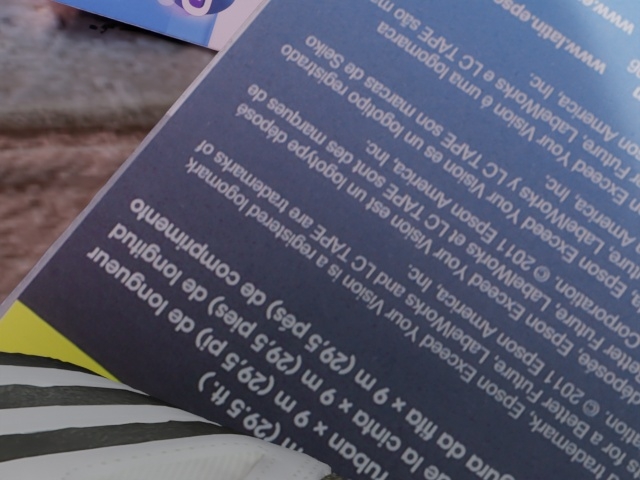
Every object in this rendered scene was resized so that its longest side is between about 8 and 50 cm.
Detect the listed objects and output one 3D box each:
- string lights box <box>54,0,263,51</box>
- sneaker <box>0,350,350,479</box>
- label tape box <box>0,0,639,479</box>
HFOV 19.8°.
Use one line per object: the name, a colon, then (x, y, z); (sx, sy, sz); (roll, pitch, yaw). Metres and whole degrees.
string lights box: (-0.111, -0.174, 0.767); (0.259, 0.133, 0.077); (16, 43, -7)
sneaker: (-0.147, 0.173, 0.382); (0.257, 0.169, 0.447); (23, 38, 24)
label tape box: (0.046, 0.051, 0.600); (0.249, 0.115, 0.348); (37, 82, 14)
